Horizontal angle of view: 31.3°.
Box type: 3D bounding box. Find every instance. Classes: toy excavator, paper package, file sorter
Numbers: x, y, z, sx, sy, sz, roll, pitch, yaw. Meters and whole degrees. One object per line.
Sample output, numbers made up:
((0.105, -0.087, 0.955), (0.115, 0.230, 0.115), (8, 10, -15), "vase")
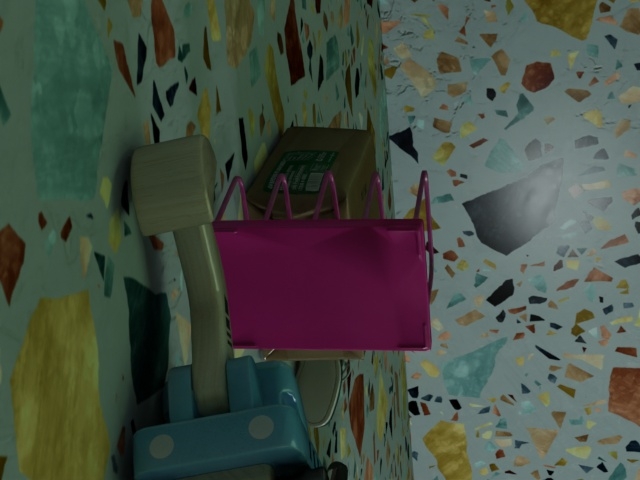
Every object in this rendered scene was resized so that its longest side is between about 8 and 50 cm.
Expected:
((-0.115, 0.166, 1.284), (0.433, 0.222, 0.445), (72, 6, -57), "toy excavator")
((0.000, 0.000, 1.884), (0.325, 0.168, 0.310), (-67, 153, -63), "paper package")
((0.011, 0.018, 1.597), (0.182, 0.290, 0.202), (-74, 161, -55), "file sorter")

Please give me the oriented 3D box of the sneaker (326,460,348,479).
((0.081, 0.586, 2.295), (0.106, 0.162, 0.281), (69, 23, -61), "sneaker")

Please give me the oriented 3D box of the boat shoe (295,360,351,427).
((0.002, 0.224, 2.098), (0.079, 0.095, 0.255), (48, 32, -57), "boat shoe")
